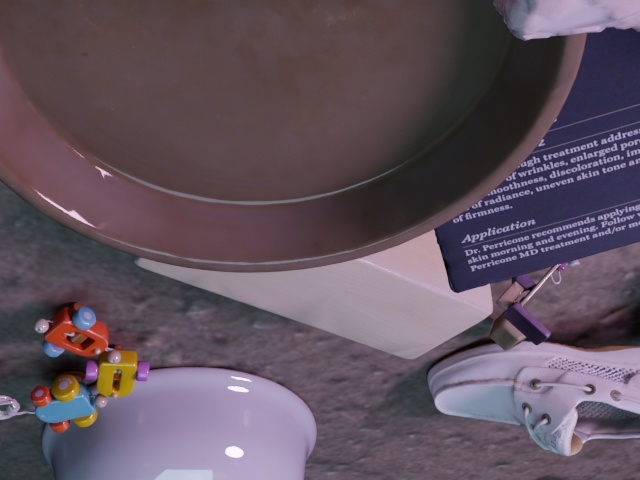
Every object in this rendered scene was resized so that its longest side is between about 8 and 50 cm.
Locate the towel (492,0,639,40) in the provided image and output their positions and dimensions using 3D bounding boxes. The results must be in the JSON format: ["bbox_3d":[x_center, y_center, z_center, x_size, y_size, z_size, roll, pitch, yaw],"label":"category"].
[{"bbox_3d":[0.219,-0.218,0.287,0.331,0.053,0.317,-5,126,0],"label":"towel"}]

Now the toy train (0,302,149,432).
[{"bbox_3d":[-0.230,0.112,0.922,0.125,0.046,0.166,26,127,-32],"label":"toy train"}]

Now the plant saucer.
[{"bbox_3d":[-0.026,-0.085,0.440,0.277,0.041,0.278,-3,140,-2],"label":"plant saucer"}]

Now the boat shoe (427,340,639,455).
[{"bbox_3d":[0.234,0.159,0.975,0.277,0.096,0.098,-6,143,23],"label":"boat shoe"}]

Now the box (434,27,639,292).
[{"bbox_3d":[0.183,-0.168,0.540,0.343,0.179,0.312,-16,140,10],"label":"box"}]

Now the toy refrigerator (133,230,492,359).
[{"bbox_3d":[0.000,0.000,0.786,0.269,0.094,0.102,22,139,-30],"label":"toy refrigerator"}]

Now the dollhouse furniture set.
[{"bbox_3d":[0.184,0.043,0.931,0.081,0.091,0.114,-45,171,-16],"label":"dollhouse furniture set"}]

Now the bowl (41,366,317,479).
[{"bbox_3d":[-0.144,0.266,1.051,0.297,0.134,0.298,-4,141,-3],"label":"bowl"}]
